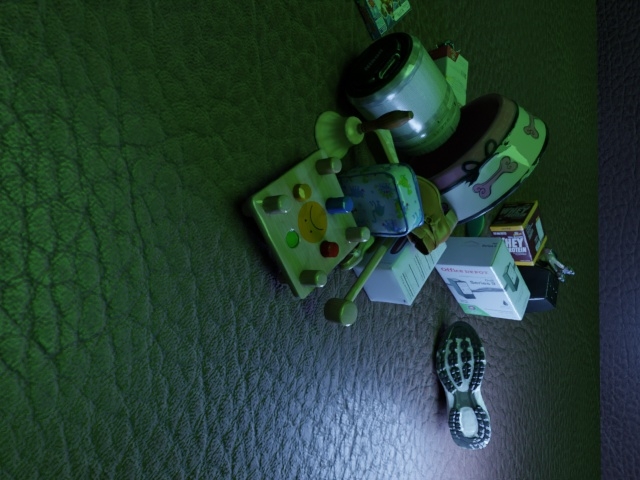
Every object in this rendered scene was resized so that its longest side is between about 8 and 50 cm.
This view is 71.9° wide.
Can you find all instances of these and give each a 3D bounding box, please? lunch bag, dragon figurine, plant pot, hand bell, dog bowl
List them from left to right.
[{"bbox_3d":[0.115,-0.270,1.046,0.126,0.242,0.125,1,88,-45],"label":"hand bell"},{"bbox_3d":[0.140,-0.096,1.085,0.090,0.219,0.175,-31,111,-35],"label":"lunch bag"},{"bbox_3d":[0.415,-0.240,1.255,0.150,0.408,0.407,41,61,-17],"label":"dog bowl"},{"bbox_3d":[0.886,0.198,1.848,0.188,0.167,0.187,33,66,-40],"label":"plant pot"},{"bbox_3d":[0.962,0.060,1.909,0.144,0.289,0.085,35,107,-33],"label":"dragon figurine"}]

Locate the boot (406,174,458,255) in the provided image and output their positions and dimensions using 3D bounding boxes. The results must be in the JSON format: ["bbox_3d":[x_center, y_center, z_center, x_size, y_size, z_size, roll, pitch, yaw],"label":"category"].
[{"bbox_3d":[0.255,-0.069,1.139,0.197,0.073,0.152,45,60,4],"label":"boot"}]

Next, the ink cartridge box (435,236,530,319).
[{"bbox_3d":[0.541,0.127,1.481,0.289,0.211,0.121,50,58,-30],"label":"ink cartridge box"}]

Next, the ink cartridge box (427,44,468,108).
[{"bbox_3d":[0.371,-0.484,1.380,0.128,0.128,0.176,12,80,-45],"label":"ink cartridge box"}]

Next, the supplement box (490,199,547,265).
[{"bbox_3d":[0.811,-0.032,1.803,0.191,0.129,0.194,-45,119,-35],"label":"supplement box"}]

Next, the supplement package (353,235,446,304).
[{"bbox_3d":[0.222,0.043,1.218,0.244,0.139,0.133,-49,122,-34],"label":"supplement package"}]

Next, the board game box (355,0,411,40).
[{"bbox_3d":[0.181,-0.683,1.263,0.201,0.035,0.136,-51,122,-32],"label":"board game box"}]

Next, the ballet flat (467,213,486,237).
[{"bbox_3d":[0.579,-0.104,1.621,0.074,0.074,0.202,2,86,-44],"label":"ballet flat"}]

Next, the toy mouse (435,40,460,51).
[{"bbox_3d":[0.442,-0.625,1.520,0.143,0.031,0.160,-51,123,-32],"label":"toy mouse"}]

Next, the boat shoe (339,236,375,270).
[{"bbox_3d":[0.089,0.022,1.150,0.153,0.056,0.048,-46,110,-36],"label":"boat shoe"}]

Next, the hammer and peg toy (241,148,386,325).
[{"bbox_3d":[0.000,0.000,1.012,0.266,0.128,0.361,-44,119,-38],"label":"hammer and peg toy"}]

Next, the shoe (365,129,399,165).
[{"bbox_3d":[0.180,-0.182,1.122,0.058,0.077,0.218,-21,94,-37],"label":"shoe"}]

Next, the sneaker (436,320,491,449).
[{"bbox_3d":[0.479,0.472,1.501,0.182,0.158,0.409,-3,90,-75],"label":"sneaker"}]

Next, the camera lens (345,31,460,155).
[{"bbox_3d":[0.216,-0.381,1.164,0.274,0.220,0.219,35,66,-39],"label":"camera lens"}]
